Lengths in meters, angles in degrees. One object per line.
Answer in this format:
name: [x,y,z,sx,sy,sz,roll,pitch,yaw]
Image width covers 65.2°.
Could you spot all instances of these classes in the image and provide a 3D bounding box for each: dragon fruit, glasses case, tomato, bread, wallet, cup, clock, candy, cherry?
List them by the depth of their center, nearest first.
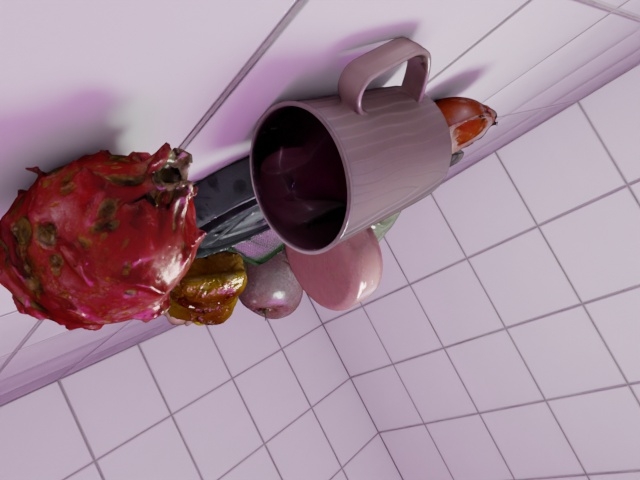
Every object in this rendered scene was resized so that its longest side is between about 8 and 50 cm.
dragon fruit: [-0.233,-0.007,0.570,0.268,0.210,0.205,-36,-171,21]
cup: [0.048,-0.151,0.769,0.273,0.288,0.208,-25,-150,-39]
clock: [-0.141,-0.073,1.011,0.386,0.076,0.386,-27,174,-3]
candy: [0.022,0.024,1.083,0.094,0.255,0.255,-25,174,-36]
tomato: [0.266,-0.256,1.118,0.228,0.112,0.199,-28,167,12]
bread: [-0.302,0.143,1.286,0.185,0.109,0.380,-9,160,-21]
wallet: [-0.136,-0.024,1.382,0.236,0.055,0.160,-36,146,16]
cherry: [-0.175,0.138,1.744,0.221,0.308,0.261,-19,146,19]
glasses case: [0.429,-0.291,1.860,0.114,0.060,0.299,-32,173,40]

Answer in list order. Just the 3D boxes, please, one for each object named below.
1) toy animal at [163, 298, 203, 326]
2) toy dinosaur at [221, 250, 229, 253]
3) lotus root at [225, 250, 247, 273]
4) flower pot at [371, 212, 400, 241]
toy animal: [-0.412,0.212,1.640,0.248,0.149,0.165,8,170,8]
toy dinosaur: [-0.372,0.087,1.353,0.383,0.129,0.331,-29,166,3]
lotus root: [-0.294,0.090,1.597,0.120,0.120,0.209,-24,177,-38]
flower pot: [0.107,-0.038,1.484,0.367,0.164,0.254,-51,168,-8]
